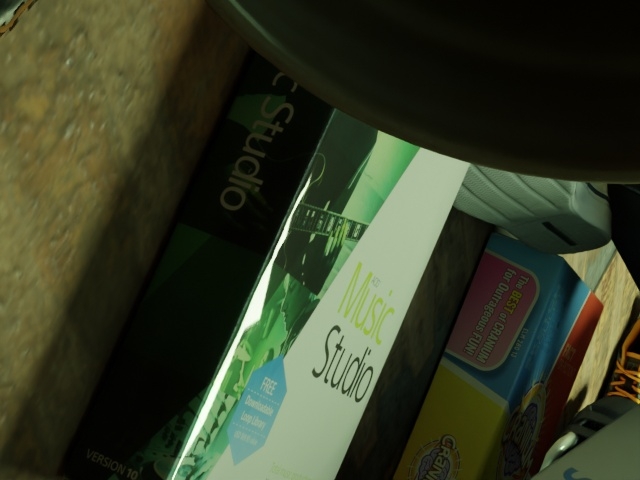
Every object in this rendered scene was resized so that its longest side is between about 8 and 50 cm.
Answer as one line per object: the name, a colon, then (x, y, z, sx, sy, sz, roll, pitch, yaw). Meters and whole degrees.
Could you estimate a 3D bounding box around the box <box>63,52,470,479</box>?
box: (0.000, 0.000, 0.815, 0.322, 0.058, 0.232, -67, 159, -7)

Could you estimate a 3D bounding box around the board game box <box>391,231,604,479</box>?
board game box: (0.136, 0.170, 1.300, 0.316, 0.064, 0.242, -68, 159, -3)

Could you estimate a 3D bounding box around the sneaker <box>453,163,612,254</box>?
sneaker: (0.142, -0.062, 1.095, 0.258, 0.094, 0.091, 36, 46, -64)

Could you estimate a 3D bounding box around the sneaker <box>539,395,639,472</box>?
sneaker: (0.307, 0.256, 1.699, 0.321, 0.126, 0.127, -52, 159, -48)

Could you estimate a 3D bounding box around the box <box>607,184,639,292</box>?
box: (0.410, -0.002, 1.222, 0.294, 0.296, 0.183, -32, -163, -2)

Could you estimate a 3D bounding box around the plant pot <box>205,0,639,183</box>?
plant pot: (0.110, -0.230, 0.593, 0.323, 0.323, 0.280, 82, 18, -52)

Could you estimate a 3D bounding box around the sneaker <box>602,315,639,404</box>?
sneaker: (0.391, 0.177, 1.937, 0.083, 0.084, 0.215, 40, 68, -54)

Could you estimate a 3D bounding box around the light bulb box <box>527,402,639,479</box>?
light bulb box: (0.177, 0.352, 1.153, 0.358, 0.225, 0.361, -20, 145, -52)
